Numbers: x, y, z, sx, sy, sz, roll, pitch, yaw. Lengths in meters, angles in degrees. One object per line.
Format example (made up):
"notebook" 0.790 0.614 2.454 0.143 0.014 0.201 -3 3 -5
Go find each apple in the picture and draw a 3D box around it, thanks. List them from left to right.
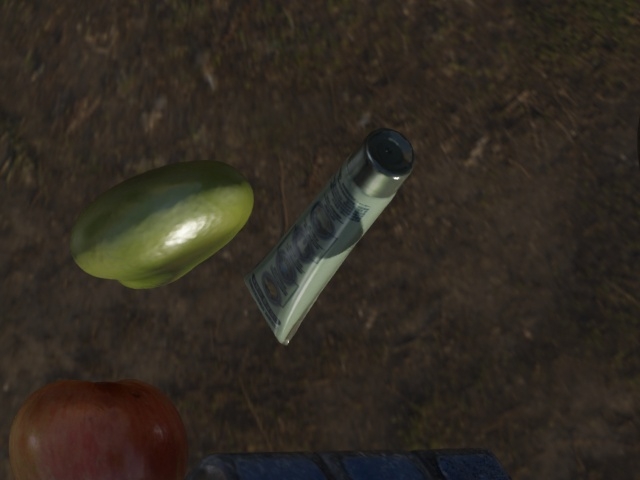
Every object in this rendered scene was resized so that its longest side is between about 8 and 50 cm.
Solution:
"apple" -0.264 0.244 1.780 0.210 0.209 0.164 -4 86 -5

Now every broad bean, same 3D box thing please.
"broad bean" -0.204 -0.017 1.914 0.238 0.291 0.119 -15 80 -23

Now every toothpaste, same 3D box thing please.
"toothpaste" 0.000 0.000 1.047 0.039 0.239 0.062 -24 74 -34

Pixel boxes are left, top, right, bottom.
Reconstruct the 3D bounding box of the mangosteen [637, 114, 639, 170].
"mangosteen" 0.409 -0.061 1.259 0.275 0.275 0.302 -27 84 4

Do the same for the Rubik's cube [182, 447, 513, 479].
"Rubik's cube" 0.014 0.326 0.902 0.303 0.301 0.305 -49 148 21
